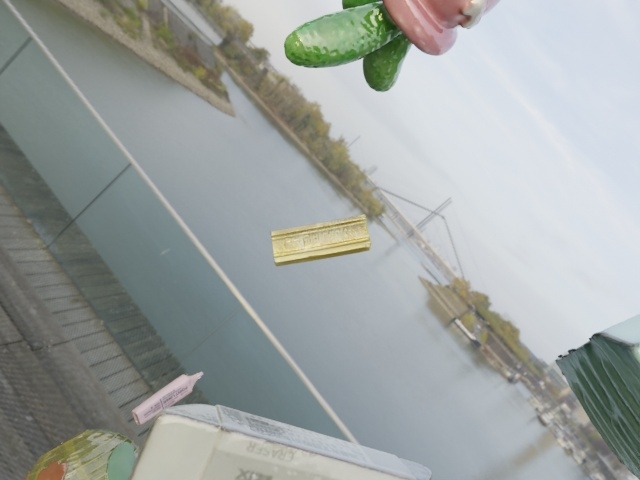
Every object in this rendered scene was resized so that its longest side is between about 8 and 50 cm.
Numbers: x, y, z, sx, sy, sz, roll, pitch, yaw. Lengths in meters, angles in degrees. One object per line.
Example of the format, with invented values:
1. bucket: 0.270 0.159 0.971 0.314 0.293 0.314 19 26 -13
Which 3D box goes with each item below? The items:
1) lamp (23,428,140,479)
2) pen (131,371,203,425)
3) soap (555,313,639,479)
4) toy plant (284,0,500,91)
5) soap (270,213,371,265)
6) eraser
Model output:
1. lamp: -0.470 0.538 0.957 0.284 0.250 0.250 63 9 1
2. pen: -0.367 0.379 1.148 0.197 0.032 0.053 -30 117 -46
3. soap: 0.268 0.121 0.356 0.230 0.091 0.145 55 12 -60
4. toy plant: 0.144 -0.430 0.856 0.317 0.356 0.210 -6 78 -50
5. soap: 0.000 0.000 1.186 0.037 0.252 0.092 69 12 -68
6. eraser: -0.018 0.253 0.494 0.352 0.089 0.061 24 -5 -20
